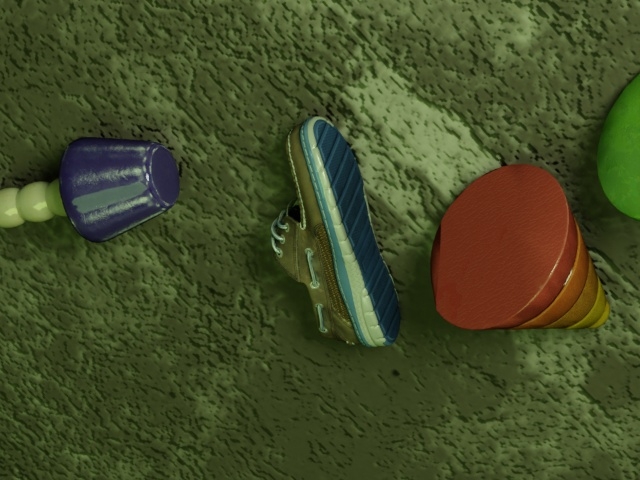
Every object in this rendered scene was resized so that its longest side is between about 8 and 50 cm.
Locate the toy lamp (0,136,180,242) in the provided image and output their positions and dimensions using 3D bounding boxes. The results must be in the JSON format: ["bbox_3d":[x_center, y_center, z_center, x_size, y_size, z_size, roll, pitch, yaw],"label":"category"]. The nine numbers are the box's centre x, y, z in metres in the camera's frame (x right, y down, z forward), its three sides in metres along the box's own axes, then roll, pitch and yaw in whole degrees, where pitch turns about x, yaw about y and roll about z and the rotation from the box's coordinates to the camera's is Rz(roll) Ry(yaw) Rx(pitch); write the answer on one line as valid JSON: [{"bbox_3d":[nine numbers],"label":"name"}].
[{"bbox_3d":[-0.233,-0.025,1.437,0.274,0.080,0.080,-8,116,22],"label":"toy lamp"}]

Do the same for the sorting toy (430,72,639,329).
[{"bbox_3d":[0.247,-0.034,1.293,0.365,0.127,0.126,-34,134,27],"label":"sorting toy"}]

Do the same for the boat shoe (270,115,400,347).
[{"bbox_3d":[0.000,0.000,1.386,0.066,0.066,0.183,-7,117,21],"label":"boat shoe"}]
